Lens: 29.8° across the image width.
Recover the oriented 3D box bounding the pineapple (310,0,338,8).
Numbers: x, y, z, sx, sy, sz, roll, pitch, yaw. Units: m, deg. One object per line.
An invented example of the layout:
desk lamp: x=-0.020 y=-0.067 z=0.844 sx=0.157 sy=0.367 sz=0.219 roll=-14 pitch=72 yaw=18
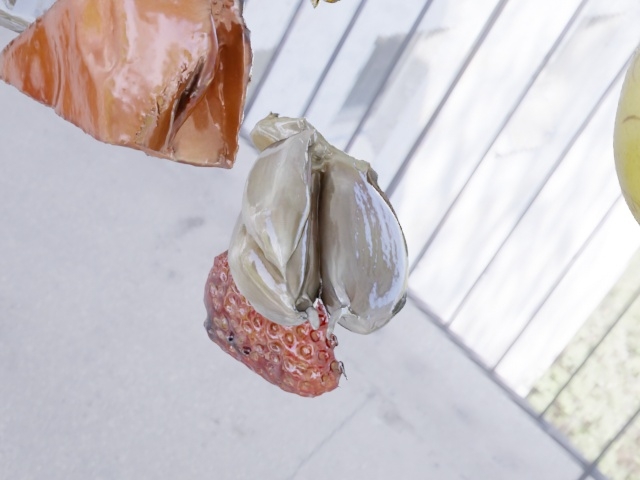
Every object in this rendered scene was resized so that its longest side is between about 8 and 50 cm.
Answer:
pineapple: x=0.027 y=-0.309 z=0.984 sx=0.164 sy=0.139 sz=0.250 roll=13 pitch=49 yaw=-52

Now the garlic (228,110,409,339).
garlic: x=0.000 y=0.000 z=1.403 sx=0.210 sy=0.237 sz=0.292 roll=-2 pitch=66 yaw=2

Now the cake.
cake: x=-0.135 y=-0.123 z=0.809 sx=0.098 sy=0.135 sz=0.287 roll=-5 pitch=11 yaw=-33

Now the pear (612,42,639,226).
pear: x=0.446 y=-0.097 z=1.117 sx=0.348 sy=0.348 sz=0.348 roll=22 pitch=32 yaw=-15

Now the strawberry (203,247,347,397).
strawberry: x=-0.099 y=0.133 z=1.935 sx=0.150 sy=0.253 sz=0.280 roll=-13 pitch=81 yaw=-29

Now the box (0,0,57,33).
box: x=-0.382 y=-0.363 z=1.533 sx=0.297 sy=0.190 sz=0.225 roll=25 pitch=1 yaw=9
